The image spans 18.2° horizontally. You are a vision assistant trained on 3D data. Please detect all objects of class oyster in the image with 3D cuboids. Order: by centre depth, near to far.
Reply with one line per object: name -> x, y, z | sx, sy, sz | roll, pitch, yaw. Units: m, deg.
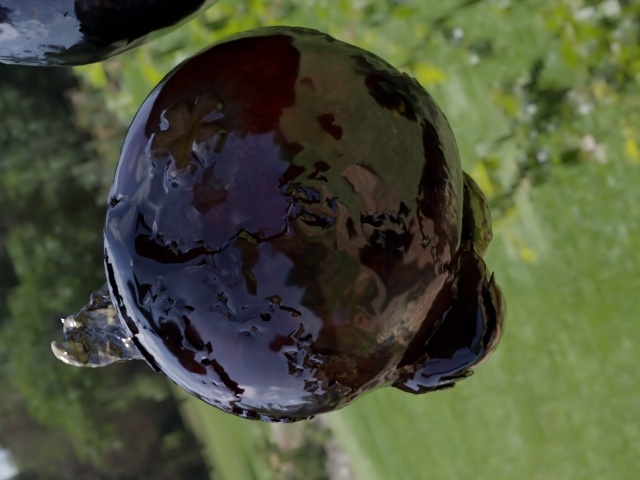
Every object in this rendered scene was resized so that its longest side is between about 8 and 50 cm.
oyster -> -0.131, 0.060, 1.512 | 0.103, 0.148, 0.051 | 55, -166, -44

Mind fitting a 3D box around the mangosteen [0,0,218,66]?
mangosteen -> -0.110, -0.184, 0.808 | 0.243, 0.243, 0.243 | 160, 90, -84

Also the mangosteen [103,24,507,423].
mangosteen -> 0.000, 0.000, 0.842 | 0.180, 0.166, 0.166 | 24, -153, -37
